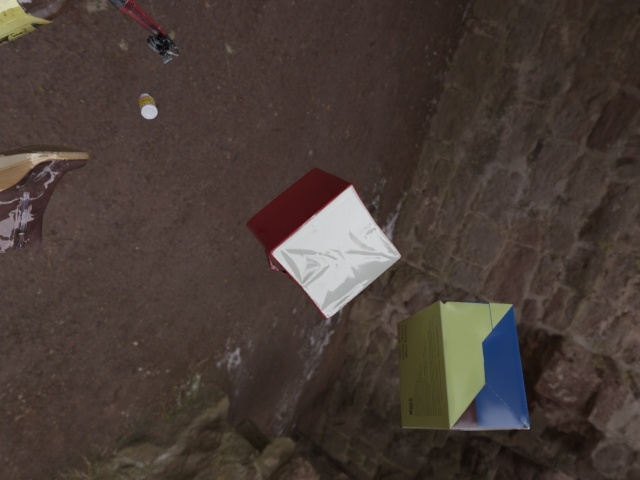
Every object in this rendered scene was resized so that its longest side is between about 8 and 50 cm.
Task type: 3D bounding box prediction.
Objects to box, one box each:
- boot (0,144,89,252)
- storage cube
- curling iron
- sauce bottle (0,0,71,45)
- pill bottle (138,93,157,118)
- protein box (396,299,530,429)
[{"bbox_3d":[-0.618,-0.095,1.057,0.248,0.090,0.206,-26,129,-54],"label":"boot"},{"bbox_3d":[0.000,0.000,0.934,0.215,0.193,0.183,-40,116,-6],"label":"storage cube"},{"bbox_3d":[-0.308,-0.372,0.776,0.035,0.068,0.274,-33,160,7],"label":"curling iron"},{"bbox_3d":[-0.508,-0.398,0.803,0.344,0.111,0.111,-26,154,-5],"label":"sauce bottle"},{"bbox_3d":[-0.482,-0.376,1.359,0.043,0.083,0.043,-16,138,-16],"label":"pill bottle"},{"bbox_3d":[0.236,0.226,0.856,0.201,0.136,0.199,121,-28,-66],"label":"protein box"}]
